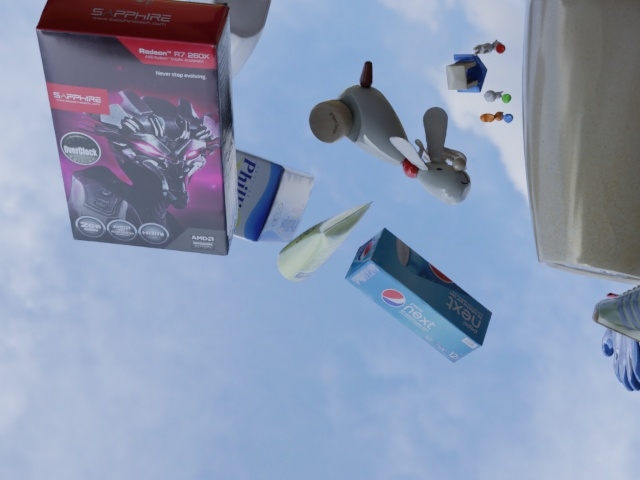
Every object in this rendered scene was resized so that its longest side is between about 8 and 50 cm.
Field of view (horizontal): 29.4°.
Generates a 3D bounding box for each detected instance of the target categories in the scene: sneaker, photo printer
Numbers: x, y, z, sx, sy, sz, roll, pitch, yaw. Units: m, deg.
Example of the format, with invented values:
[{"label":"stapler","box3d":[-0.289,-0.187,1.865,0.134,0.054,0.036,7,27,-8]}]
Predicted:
[{"label":"sneaker","box3d":[0.393,0.079,1.435,0.064,0.086,0.192,12,-173,-19]},{"label":"photo printer","box3d":[-0.155,-0.387,1.993,0.107,0.256,0.308,21,-118,-18]}]

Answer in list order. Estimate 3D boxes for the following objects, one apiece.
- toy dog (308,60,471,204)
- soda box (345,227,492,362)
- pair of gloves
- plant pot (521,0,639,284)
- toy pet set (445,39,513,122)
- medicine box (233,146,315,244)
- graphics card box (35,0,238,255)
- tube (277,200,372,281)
[{"label":"toy dog","box3d":[0.151,-0.217,2.291,0.333,0.161,0.220,23,-146,1]},{"label":"soda box","box3d":[0.142,0.079,1.743,0.210,0.067,0.071,38,-134,-13]},{"label":"pair of gloves","box3d":[0.466,0.157,1.765,0.023,0.159,0.198,-17,-167,-20]},{"label":"plant pot","box3d":[0.315,-0.098,1.267,0.256,0.274,0.256,12,177,1]},{"label":"toy pet set","box3d":[0.258,-0.250,1.890,0.114,0.122,0.065,5,-159,37]},{"label":"medicine box","box3d":[-0.188,-0.105,2.251,0.289,0.149,0.263,19,-177,12]},{"label":"graphics card box","box3d":[-0.233,-0.147,1.621,0.232,0.371,0.094,6,-135,4]},{"label":"tube","box3d":[0.000,0.000,1.786,0.062,0.240,0.070,18,-111,-14]}]
